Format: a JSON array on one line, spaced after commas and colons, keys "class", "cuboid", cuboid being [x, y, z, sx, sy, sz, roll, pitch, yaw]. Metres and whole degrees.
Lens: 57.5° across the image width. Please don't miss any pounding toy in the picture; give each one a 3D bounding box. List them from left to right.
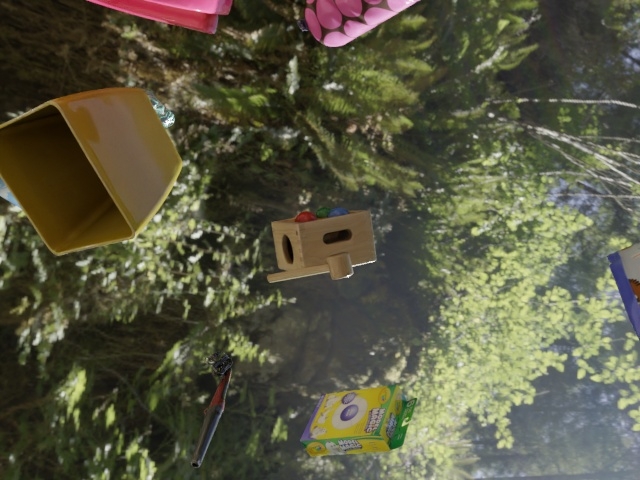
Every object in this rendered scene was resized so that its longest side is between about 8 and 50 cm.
[{"class": "pounding toy", "cuboid": [-0.006, 0.002, 0.911, 0.206, 0.181, 0.094, -173, -107, -66]}]

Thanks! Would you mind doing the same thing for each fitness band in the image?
[{"class": "fitness band", "cuboid": [-0.238, -0.305, 0.683, 0.290, 0.209, 0.054, 21, -77, 25]}]

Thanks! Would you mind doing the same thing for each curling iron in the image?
[{"class": "curling iron", "cuboid": [-0.217, 0.323, 1.143, 0.035, 0.068, 0.274, -38, -155, 26]}]

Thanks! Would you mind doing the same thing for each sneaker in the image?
[{"class": "sneaker", "cuboid": [-0.337, -0.276, 1.181, 0.038, 0.098, 0.069, -37, -117, -1]}]

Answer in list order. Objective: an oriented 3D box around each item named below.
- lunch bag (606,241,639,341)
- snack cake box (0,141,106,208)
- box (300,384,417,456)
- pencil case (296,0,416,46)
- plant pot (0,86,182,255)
[{"class": "lunch bag", "cuboid": [0.507, 0.106, 0.576, 0.327, 0.239, 0.386, -26, -139, 24]}, {"class": "snack cake box", "cuboid": [-0.486, -0.151, 1.103, 0.264, 0.089, 0.152, -9, -127, 36]}, {"class": "box", "cuboid": [0.063, 0.287, 0.932, 0.179, 0.043, 0.105, -16, -155, 32]}, {"class": "pencil case", "cuboid": [0.057, -0.347, 0.822, 0.209, 0.095, 0.098, -5, -62, 57]}, {"class": "plant pot", "cuboid": [-0.348, -0.127, 0.912, 0.212, 0.212, 0.187, -10, -153, 34]}]
